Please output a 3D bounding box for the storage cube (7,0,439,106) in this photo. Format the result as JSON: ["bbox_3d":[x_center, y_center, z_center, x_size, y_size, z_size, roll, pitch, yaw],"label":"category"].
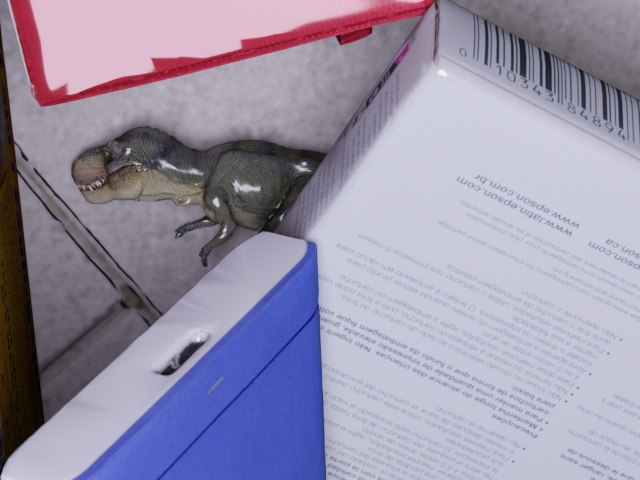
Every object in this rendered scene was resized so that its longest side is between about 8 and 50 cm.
[{"bbox_3d":[-0.065,-0.187,0.942,0.193,0.183,0.215,-15,102,-2],"label":"storage cube"}]

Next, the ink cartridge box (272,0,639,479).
[{"bbox_3d":[0.113,0.079,0.979,0.324,0.071,0.330,26,127,-15],"label":"ink cartridge box"}]

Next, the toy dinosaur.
[{"bbox_3d":[0.000,0.000,1.046,0.268,0.064,0.118,2,93,-10],"label":"toy dinosaur"}]

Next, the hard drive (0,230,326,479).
[{"bbox_3d":[-0.056,0.184,0.885,0.040,0.210,0.318,13,123,24],"label":"hard drive"}]

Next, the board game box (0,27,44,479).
[{"bbox_3d":[-0.321,-0.001,0.857,0.356,0.356,0.356,-6,101,-4],"label":"board game box"}]
